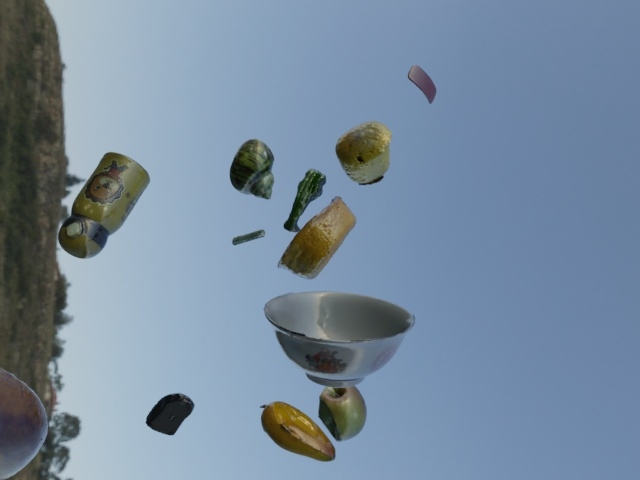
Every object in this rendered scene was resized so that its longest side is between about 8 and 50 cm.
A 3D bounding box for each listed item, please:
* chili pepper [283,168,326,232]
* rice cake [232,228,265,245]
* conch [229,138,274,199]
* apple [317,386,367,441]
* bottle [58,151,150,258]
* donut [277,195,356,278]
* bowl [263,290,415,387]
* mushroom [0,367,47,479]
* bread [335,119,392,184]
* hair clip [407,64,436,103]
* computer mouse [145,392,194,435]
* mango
[{"bbox_3d":[-0.058,-0.142,1.941,0.084,0.099,0.253,25,-99,16],"label":"chili pepper"},{"bbox_3d":[-0.214,-0.009,1.609,0.121,0.021,0.022,-15,-134,32],"label":"rice cake"},{"bbox_3d":[-0.226,-0.231,1.869,0.187,0.181,0.124,-37,-151,29],"label":"conch"},{"bbox_3d":[0.081,0.607,1.949,0.207,0.174,0.188,-75,171,-50],"label":"apple"},{"bbox_3d":[-0.703,-0.102,1.749,0.172,0.172,0.351,-21,-139,53],"label":"bottle"},{"bbox_3d":[0.001,-0.002,1.555,0.108,0.277,0.277,37,-52,5],"label":"donut"},{"bbox_3d":[0.037,0.235,1.246,0.346,0.346,0.157,20,-70,53],"label":"bowl"},{"bbox_3d":[-0.506,0.233,0.722,0.254,0.267,0.267,-78,-174,-66],"label":"mushroom"},{"bbox_3d":[0.152,-0.298,1.828,0.197,0.197,0.170,56,-6,39],"label":"bread"},{"bbox_3d":[0.311,-0.468,1.631,0.022,0.137,0.054,12,-109,50],"label":"hair clip"},{"bbox_3d":[-0.526,0.604,1.924,0.217,0.122,0.073,-49,-160,21],"label":"computer mouse"},{"bbox_3d":[-0.050,0.393,1.114,0.188,0.101,0.066,28,-77,13],"label":"mango"}]
